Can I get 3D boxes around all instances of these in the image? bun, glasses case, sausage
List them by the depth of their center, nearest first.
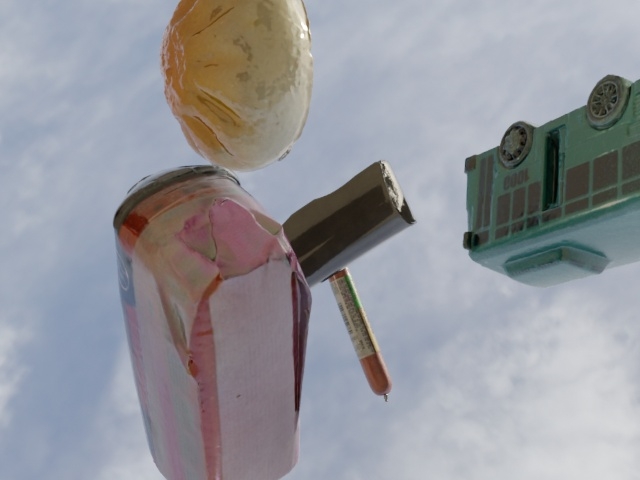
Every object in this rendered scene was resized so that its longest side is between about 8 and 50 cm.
[{"bbox_3d":[0.001,-0.001,0.949,0.190,0.042,0.072,-33,-111,25],"label":"glasses case"},{"bbox_3d":[0.040,0.089,1.170,0.029,0.029,0.223,-22,-98,11],"label":"sausage"},{"bbox_3d":[-0.139,-0.238,1.359,0.164,0.299,0.299,-3,-132,-26],"label":"bun"}]

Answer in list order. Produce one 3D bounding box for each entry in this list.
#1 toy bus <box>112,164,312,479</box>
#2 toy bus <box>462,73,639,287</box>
[{"bbox_3d":[-0.091,0.090,0.840,0.127,0.303,0.147,-22,-137,-29],"label":"toy bus"},{"bbox_3d":[0.249,-0.044,0.891,0.256,0.128,0.147,-25,-127,56],"label":"toy bus"}]
